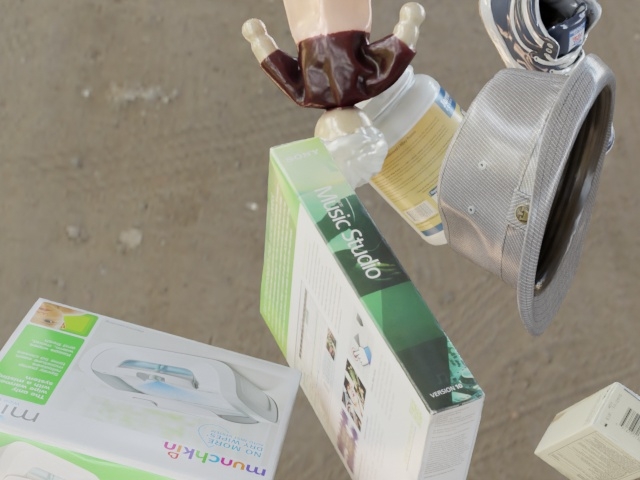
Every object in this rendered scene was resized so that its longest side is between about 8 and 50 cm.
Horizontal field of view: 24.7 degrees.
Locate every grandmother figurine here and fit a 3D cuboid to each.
[{"bbox_3d":[0.019,-0.227,1.639,0.208,0.342,0.104,-5,2,27],"label":"grandmother figurine"}]

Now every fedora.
[{"bbox_3d":[0.190,-0.056,1.405,0.124,0.275,0.244,19,38,19],"label":"fedora"}]

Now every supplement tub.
[{"bbox_3d":[0.120,-0.109,1.769,0.199,0.144,0.144,45,46,-14],"label":"supplement tub"}]

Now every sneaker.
[{"bbox_3d":[0.326,-0.225,1.915,0.099,0.153,0.282,-40,105,-18],"label":"sneaker"}]

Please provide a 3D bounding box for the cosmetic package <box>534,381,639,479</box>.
[{"bbox_3d":[0.210,0.148,1.080,0.060,0.115,0.041,36,68,-2],"label":"cosmetic package"}]

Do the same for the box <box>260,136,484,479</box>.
[{"bbox_3d":[0.035,0.095,1.311,0.058,0.232,0.322,-17,52,-20],"label":"box"}]

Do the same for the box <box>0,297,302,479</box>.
[{"bbox_3d":[-0.168,0.183,1.280,0.262,0.127,0.231,16,22,2],"label":"box"}]
